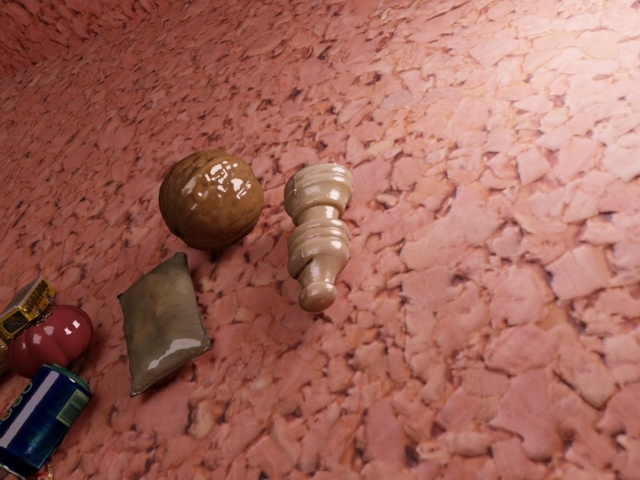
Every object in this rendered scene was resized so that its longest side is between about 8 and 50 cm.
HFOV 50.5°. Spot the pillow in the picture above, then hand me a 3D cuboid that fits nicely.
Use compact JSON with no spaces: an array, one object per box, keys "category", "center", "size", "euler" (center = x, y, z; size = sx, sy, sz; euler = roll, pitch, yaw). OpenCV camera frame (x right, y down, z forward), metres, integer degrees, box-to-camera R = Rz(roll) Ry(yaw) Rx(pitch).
[{"category":"pillow","center":[-0.323,0.157,1.367],"size":[0.184,0.075,0.302],"euler":[-34,41,5]}]

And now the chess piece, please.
[{"category":"chess piece","center":[0.000,0.000,1.277],"size":[0.138,0.124,0.307],"euler":[3,47,-6]}]

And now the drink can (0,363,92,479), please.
[{"category":"drink can","center":[-0.539,0.344,1.297],"size":[0.118,0.118,0.205],"euler":[7,53,40]}]

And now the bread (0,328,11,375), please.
[{"category":"bread","center":[-0.762,0.264,1.532],"size":[0.174,0.251,0.133],"euler":[-38,82,-6]}]

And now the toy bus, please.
[{"category":"toy bus","center":[-0.680,0.156,1.585],"size":[0.081,0.074,0.226],"euler":[-32,18,2]}]

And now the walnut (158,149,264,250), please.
[{"category":"walnut","center":[-0.231,-0.089,1.452],"size":[0.227,0.228,0.228],"euler":[-20,41,18]}]

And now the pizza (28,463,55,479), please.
[{"category":"pizza","center":[-0.533,0.467,1.236],"size":[0.099,0.029,0.100],"euler":[-27,39,12]}]

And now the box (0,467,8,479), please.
[{"category":"box","center":[-0.706,0.458,1.356],"size":[0.115,0.036,0.177],"euler":[-41,38,-23]}]

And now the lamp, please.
[{"category":"lamp","center":[-0.562,0.220,1.433],"size":[0.182,0.140,0.182],"euler":[-30,17,10]}]
